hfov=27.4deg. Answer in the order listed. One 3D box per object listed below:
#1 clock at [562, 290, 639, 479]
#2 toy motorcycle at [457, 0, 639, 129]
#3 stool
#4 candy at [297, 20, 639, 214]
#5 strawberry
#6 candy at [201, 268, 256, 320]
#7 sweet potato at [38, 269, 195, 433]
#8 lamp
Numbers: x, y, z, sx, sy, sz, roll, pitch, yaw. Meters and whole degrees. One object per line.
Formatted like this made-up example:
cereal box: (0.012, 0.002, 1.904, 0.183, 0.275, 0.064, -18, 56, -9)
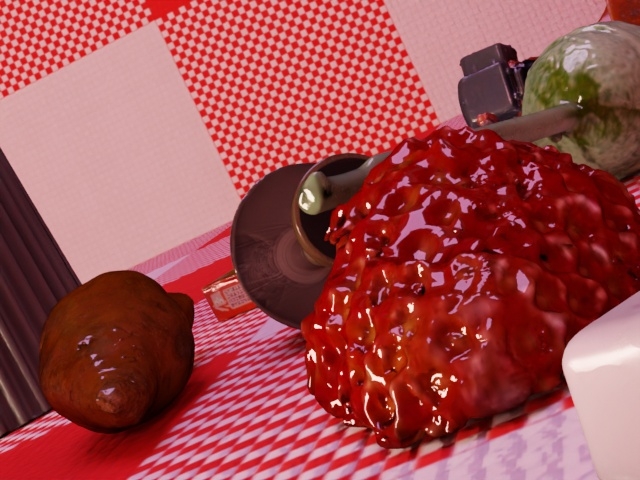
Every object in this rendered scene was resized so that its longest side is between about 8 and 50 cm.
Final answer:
clock: (0.209, -0.035, 0.301, 0.262, 0.116, 0.231, -27, 5, -29)
toy motorcycle: (0.294, -0.192, 1.432, 0.325, 0.148, 0.221, -21, -16, 25)
stool: (-0.400, 0.038, 1.300, 0.297, 0.330, 0.297, -26, 6, 3)
candy: (0.119, -0.065, 0.841, 0.119, 0.119, 0.440, -22, 0, 38)
strawberry: (0.061, 0.006, 0.615, 0.190, 0.111, 0.236, -22, 6, 10)
candy: (-0.057, 0.036, 1.294, 0.062, 0.038, 0.122, -22, 6, 34)
sweet potato: (-0.146, 0.076, 0.951, 0.112, 0.112, 0.359, -26, 8, -2)
lamp: (0.000, 0.000, 0.881, 0.121, 0.121, 0.215, -27, -7, -12)
